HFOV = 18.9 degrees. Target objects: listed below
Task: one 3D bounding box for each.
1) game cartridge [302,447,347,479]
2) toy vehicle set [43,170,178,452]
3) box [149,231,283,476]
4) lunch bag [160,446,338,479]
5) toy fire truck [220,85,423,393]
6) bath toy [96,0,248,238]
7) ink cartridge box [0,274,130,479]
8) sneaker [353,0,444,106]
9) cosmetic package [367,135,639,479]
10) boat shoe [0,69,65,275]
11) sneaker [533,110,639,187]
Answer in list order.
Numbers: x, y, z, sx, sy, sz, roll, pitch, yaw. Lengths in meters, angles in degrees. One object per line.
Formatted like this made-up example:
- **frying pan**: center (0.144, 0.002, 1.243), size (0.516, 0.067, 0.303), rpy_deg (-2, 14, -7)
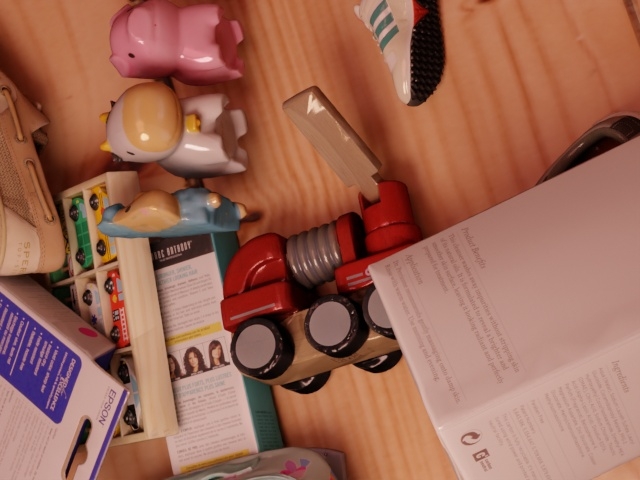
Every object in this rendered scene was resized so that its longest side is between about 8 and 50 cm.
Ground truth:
- **game cartridge**: center (-0.013, 0.233, 1.900), size (0.083, 0.017, 0.056), rpy_deg (-7, 88, 22)
- **toy vehicle set**: center (-0.219, 0.075, 1.937), size (0.166, 0.035, 0.266), rpy_deg (-19, 78, 54)
- **box**: center (-0.115, 0.114, 1.915), size (0.101, 0.060, 0.244), rpy_deg (-17, 78, 22)
- **lunch bag**: center (-0.094, 0.323, 1.843), size (0.279, 0.108, 0.224), rpy_deg (-20, 104, 20)
- **toy fire truck**: center (0.000, 0.000, 1.845), size (0.217, 0.158, 0.246), rpy_deg (-18, 69, 21)
- **bath toy**: center (-0.151, -0.174, 1.879), size (0.129, 0.151, 0.348), rpy_deg (-7, 71, 21)
- **ink cartridge box**: center (-0.316, 0.133, 1.940), size (0.371, 0.069, 0.175), rpy_deg (35, 111, 38)
- **sneaker**: center (0.073, -0.208, 1.870), size (0.075, 0.057, 0.161), rpy_deg (-6, 86, 39)
- **cosmetic package**: center (0.260, 0.050, 1.627), size (0.385, 0.156, 0.217), rpy_deg (-23, 43, 4)
- **boat shoe**: center (-0.341, -0.102, 1.988), size (0.121, 0.110, 0.341), rpy_deg (122, 140, -48)
- **sneaker**: center (0.212, -0.008, 1.769), size (0.100, 0.108, 0.271), rpy_deg (38, 103, 18)
